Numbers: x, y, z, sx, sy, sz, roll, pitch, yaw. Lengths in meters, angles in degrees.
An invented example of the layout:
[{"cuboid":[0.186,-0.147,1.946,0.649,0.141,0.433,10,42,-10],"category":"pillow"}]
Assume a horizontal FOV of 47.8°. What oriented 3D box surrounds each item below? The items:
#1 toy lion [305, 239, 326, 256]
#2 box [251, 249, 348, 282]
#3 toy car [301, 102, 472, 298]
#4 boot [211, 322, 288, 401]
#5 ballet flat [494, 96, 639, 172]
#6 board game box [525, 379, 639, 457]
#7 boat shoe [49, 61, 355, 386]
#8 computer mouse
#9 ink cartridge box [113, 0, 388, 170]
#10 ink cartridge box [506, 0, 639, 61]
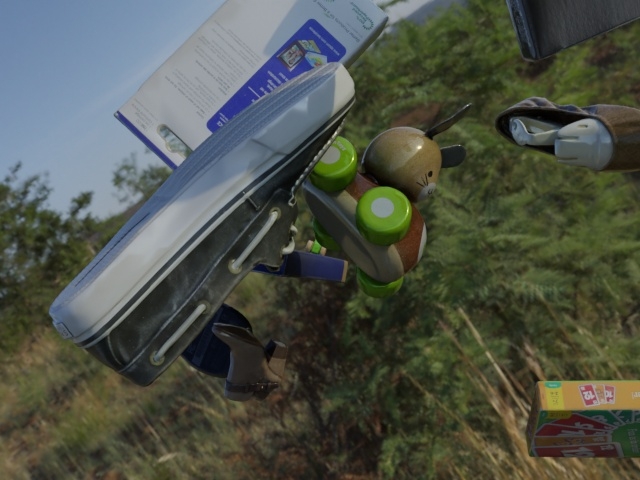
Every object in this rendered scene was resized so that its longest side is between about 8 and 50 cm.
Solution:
[{"cuboid":[0.000,0.000,1.250,0.096,0.034,0.100,87,-158,-79],"category":"toy lion"},{"cuboid":[-0.069,0.023,0.927,0.136,0.036,0.225,10,0,25],"category":"box"},{"cuboid":[0.090,-0.059,0.750,0.188,0.149,0.155,-37,-24,-15],"category":"toy car"},{"cuboid":[-0.095,0.153,0.880,0.087,0.118,0.042,-61,28,11],"category":"boot"},{"cuboid":[0.416,-0.179,1.222,0.124,0.116,0.342,-14,25,-21],"category":"ballet flat"},{"cuboid":[0.325,0.164,0.656,0.259,0.124,0.039,-4,55,8],"category":"board game box"},{"cuboid":[-0.079,-0.017,0.643,0.335,0.119,0.121,-45,23,-10],"category":"boat shoe"},{"cuboid":[-0.175,0.077,1.011,0.060,0.262,0.184,27,-100,-59],"category":"computer mouse"},{"cuboid":[-0.084,-0.215,0.918,0.332,0.165,0.065,-46,0,-8],"category":"ink cartridge box"},{"cuboid":[0.341,-0.408,0.838,0.307,0.303,0.072,-24,20,1],"category":"ink cartridge box"}]
